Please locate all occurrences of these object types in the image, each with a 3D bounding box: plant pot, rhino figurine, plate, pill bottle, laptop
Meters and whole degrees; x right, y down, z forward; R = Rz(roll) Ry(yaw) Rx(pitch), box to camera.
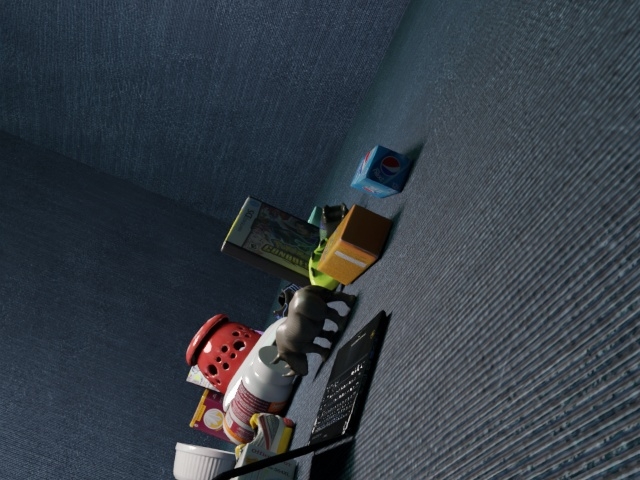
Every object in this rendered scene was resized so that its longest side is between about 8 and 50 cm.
[{"bbox_3d":[-0.256,0.308,1.784,0.191,0.174,0.191,-51,-13,-17],"label":"plant pot"},{"bbox_3d":[-0.028,0.177,1.212,0.073,0.106,0.243,-73,7,-54],"label":"rhino figurine"},{"bbox_3d":[-0.153,0.318,1.693,0.277,0.045,0.278,-55,-11,-8],"label":"plate"},{"bbox_3d":[-0.136,0.361,1.500,0.121,0.121,0.221,-79,12,-68],"label":"pill bottle"},{"bbox_3d":[-0.037,0.223,0.894,0.234,0.137,0.264,122,169,-63],"label":"laptop"}]

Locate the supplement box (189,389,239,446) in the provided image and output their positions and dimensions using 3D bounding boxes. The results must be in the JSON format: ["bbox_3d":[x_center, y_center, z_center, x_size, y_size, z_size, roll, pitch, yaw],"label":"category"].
[{"bbox_3d":[-0.291,0.547,1.989,0.081,0.188,0.104,-108,41,-86],"label":"supplement box"}]

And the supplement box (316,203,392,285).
[{"bbox_3d":[0.057,0.014,1.196,0.233,0.080,0.078,119,175,-71],"label":"supplement box"}]

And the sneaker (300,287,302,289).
[{"bbox_3d":[-0.008,0.104,1.713,0.209,0.069,0.082,150,110,-69],"label":"sneaker"}]

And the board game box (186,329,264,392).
[{"bbox_3d":[-0.248,0.367,1.954,0.347,0.056,0.208,3,62,42],"label":"board game box"}]

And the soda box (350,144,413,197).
[{"bbox_3d":[0.114,-0.128,1.244,0.210,0.071,0.067,-178,110,-85],"label":"soda box"}]

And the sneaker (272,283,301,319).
[{"bbox_3d":[-0.076,0.156,1.992,0.081,0.090,0.232,117,173,-47],"label":"sneaker"}]

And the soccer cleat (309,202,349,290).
[{"bbox_3d":[0.035,0.030,1.488,0.289,0.093,0.121,-80,-18,-52],"label":"soccer cleat"}]

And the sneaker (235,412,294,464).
[{"bbox_3d":[-0.127,0.433,1.217,0.088,0.093,0.225,118,172,-54],"label":"sneaker"}]

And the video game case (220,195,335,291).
[{"bbox_3d":[-0.081,0.010,1.567,0.248,0.275,0.035,-76,11,-61],"label":"video game case"}]

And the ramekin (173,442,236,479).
[{"bbox_3d":[-0.373,0.724,2.083,0.207,0.207,0.109,125,157,-71],"label":"ramekin"}]

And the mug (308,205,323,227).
[{"bbox_3d":[0.002,-0.007,1.817,0.129,0.097,0.157,-78,10,-64],"label":"mug"}]

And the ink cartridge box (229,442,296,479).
[{"bbox_3d":[-0.103,0.409,1.049,0.143,0.092,0.090,-75,9,-57],"label":"ink cartridge box"}]
